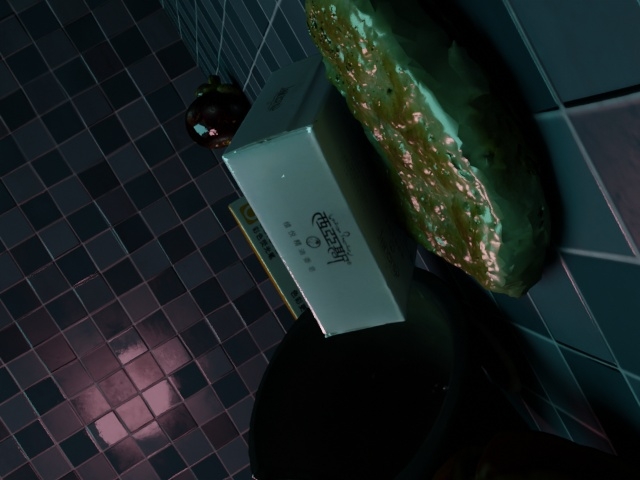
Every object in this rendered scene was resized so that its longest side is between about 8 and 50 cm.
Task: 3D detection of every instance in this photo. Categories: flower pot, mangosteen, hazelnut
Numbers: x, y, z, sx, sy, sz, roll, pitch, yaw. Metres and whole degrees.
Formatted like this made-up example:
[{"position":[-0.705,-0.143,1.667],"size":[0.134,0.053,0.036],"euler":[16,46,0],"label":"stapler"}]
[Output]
[{"position":[0.116,0.242,1.023],"size":[0.251,0.379,0.379],"euler":[37,-174,-31],"label":"flower pot"},{"position":[-0.295,-0.372,2.078],"size":[0.192,0.192,0.217],"euler":[135,124,-84],"label":"mangosteen"},{"position":[0.232,0.297,0.742],"size":[0.217,0.251,0.217],"euler":[32,-133,-42],"label":"hazelnut"}]

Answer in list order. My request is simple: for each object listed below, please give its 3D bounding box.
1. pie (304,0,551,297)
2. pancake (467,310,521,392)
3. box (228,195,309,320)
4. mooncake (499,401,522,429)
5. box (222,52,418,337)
[{"position":[0.100,-0.085,0.671],"size":[0.296,0.078,0.371],"euler":[54,174,45],"label":"pie"},{"position":[0.234,0.154,1.014],"size":[0.139,0.022,0.139],"euler":[57,174,9],"label":"pancake"},{"position":[0.000,0.000,1.243],"size":[0.274,0.220,0.091],"euler":[57,176,2],"label":"box"},{"position":[0.266,0.401,1.216],"size":[0.324,0.187,0.324],"euler":[57,176,6],"label":"mooncake"},{"position":[0.019,-0.057,0.869],"size":[0.274,0.116,0.203],"euler":[62,-153,-31],"label":"box"}]
